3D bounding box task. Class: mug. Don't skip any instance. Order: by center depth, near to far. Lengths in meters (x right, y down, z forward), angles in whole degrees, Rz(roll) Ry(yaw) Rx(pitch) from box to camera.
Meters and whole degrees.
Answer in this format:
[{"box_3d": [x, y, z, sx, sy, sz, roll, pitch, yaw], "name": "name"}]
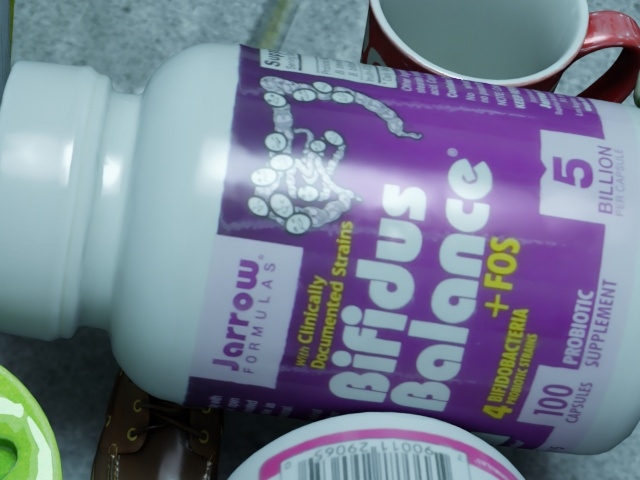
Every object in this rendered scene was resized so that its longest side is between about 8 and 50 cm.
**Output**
[{"box_3d": [0.085, -0.068, 0.923, 0.150, 0.169, 0.113, 21, 55, 4], "name": "mug"}]

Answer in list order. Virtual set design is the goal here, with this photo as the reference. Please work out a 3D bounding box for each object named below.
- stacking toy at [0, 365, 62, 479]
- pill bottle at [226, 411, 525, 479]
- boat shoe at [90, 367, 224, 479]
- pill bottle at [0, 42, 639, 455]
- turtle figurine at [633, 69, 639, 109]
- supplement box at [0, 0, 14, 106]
[{"box_3d": [-0.217, 0.201, 0.717, 0.279, 0.130, 0.309, -21, 72, -10], "name": "stacking toy"}, {"box_3d": [0.028, 0.216, 0.677, 0.160, 0.160, 0.283, 5, 34, -5], "name": "pill bottle"}, {"box_3d": [-0.080, 0.090, 0.856, 0.064, 0.060, 0.178, 6, 56, -5], "name": "boat shoe"}, {"box_3d": [0.000, 0.000, 0.794, 0.301, 0.169, 0.169, 8, 55, -6], "name": "pill bottle"}, {"box_3d": [0.263, -0.053, 0.868, 0.198, 0.275, 0.266, -13, 13, 5], "name": "turtle figurine"}, {"box_3d": [-0.262, -0.144, 0.904, 0.195, 0.194, 0.356, 1, 56, -8], "name": "supplement box"}]
